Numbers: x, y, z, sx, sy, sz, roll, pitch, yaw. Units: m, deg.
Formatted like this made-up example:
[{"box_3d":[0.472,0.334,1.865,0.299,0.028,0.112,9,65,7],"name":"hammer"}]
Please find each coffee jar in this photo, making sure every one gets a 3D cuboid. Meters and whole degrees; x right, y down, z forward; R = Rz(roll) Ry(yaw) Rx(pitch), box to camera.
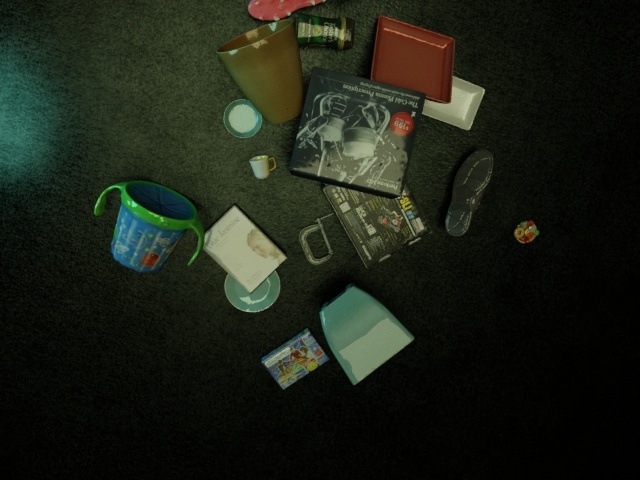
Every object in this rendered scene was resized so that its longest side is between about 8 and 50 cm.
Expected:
[{"box_3d":[0.012,-0.635,1.659,0.185,0.079,0.096,1,104,-8],"name":"coffee jar"}]

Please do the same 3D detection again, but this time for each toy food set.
[{"box_3d":[0.731,-0.030,1.934,0.083,0.020,0.082,42,95,-14],"name":"toy food set"}]

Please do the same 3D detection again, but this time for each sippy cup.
[{"box_3d":[-0.529,-0.032,1.678,0.240,0.305,0.224,3,123,-53],"name":"sippy cup"}]

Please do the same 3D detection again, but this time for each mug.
[{"box_3d":[-0.183,-0.234,1.745,0.078,0.062,0.064,-10,113,2],"name":"mug"}]

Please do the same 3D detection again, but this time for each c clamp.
[{"box_3d":[0.000,0.000,1.846,0.137,0.022,0.160,-16,105,-3],"name":"c clamp"}]

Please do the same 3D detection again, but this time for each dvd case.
[{"box_3d":[-0.257,0.029,1.801,0.180,0.022,0.253,-44,98,2],"name":"dvd case"}]

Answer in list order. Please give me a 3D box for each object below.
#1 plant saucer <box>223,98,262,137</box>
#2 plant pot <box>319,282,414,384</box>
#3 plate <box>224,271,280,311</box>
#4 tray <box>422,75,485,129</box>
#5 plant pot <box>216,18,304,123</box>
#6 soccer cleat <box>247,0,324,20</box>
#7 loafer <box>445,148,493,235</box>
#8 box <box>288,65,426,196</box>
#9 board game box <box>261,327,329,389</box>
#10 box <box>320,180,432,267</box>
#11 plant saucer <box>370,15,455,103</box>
[{"box_3d":[-0.244,-0.384,1.718,0.120,0.021,0.119,-2,104,-7],"name":"plant saucer"},{"box_3d":[0.130,0.285,1.828,0.248,0.247,0.252,-39,89,3],"name":"plant pot"},{"box_3d":[-0.231,0.153,1.853,0.188,0.024,0.188,-2,105,-7],"name":"plate"},{"box_3d":[0.388,-0.469,1.775,0.271,0.030,0.145,17,100,-11],"name":"tray"},{"box_3d":[-0.149,-0.486,1.619,0.237,0.237,0.254,-23,120,-1],"name":"plant pot"},{"box_3d":[-0.097,-0.725,1.624,0.248,0.095,0.083,-17,141,1],"name":"soccer cleat"},{"box_3d":[0.501,-0.160,1.850,0.109,0.095,0.302,22,97,19],"name":"loafer"},{"box_3d":[0.107,-0.315,1.649,0.344,0.179,0.312,13,92,-1],"name":"box"},{"box_3d":[-0.089,0.420,1.933,0.201,0.035,0.136,-33,106,1],"name":"board game box"},{"box_3d":[0.186,-0.105,1.816,0.257,0.079,0.321,-31,106,-1],"name":"box"},{"box_3d":[0.281,-0.547,1.678,0.259,0.047,0.258,13,67,-10],"name":"plant saucer"}]
